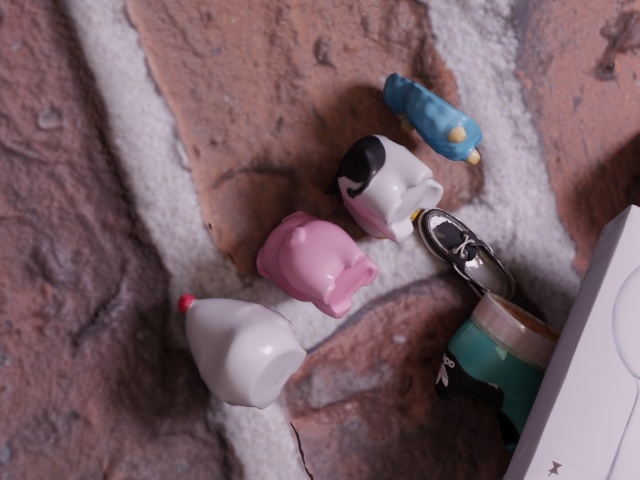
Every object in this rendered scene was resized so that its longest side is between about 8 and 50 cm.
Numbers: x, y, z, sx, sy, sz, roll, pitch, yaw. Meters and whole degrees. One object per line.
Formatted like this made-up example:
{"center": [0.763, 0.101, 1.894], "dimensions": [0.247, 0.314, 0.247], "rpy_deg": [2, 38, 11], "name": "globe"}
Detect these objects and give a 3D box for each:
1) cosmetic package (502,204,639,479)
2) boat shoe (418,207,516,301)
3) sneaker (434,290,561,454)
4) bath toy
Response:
{"center": [0.393, 0.176, 1.435], "dimensions": [0.377, 0.097, 0.284], "rpy_deg": [24, 76, -1], "name": "cosmetic package"}
{"center": [0.147, 0.016, 1.548], "dimensions": [0.046, 0.038, 0.125], "rpy_deg": [-43, 104, -14], "name": "boat shoe"}
{"center": [0.245, 0.174, 1.555], "dimensions": [0.302, 0.108, 0.121], "rpy_deg": [34, 101, -17], "name": "sneaker"}
{"center": [0.000, 0.000, 1.455], "dimensions": [0.129, 0.151, 0.348], "rpy_deg": [37, 80, 23], "name": "bath toy"}
